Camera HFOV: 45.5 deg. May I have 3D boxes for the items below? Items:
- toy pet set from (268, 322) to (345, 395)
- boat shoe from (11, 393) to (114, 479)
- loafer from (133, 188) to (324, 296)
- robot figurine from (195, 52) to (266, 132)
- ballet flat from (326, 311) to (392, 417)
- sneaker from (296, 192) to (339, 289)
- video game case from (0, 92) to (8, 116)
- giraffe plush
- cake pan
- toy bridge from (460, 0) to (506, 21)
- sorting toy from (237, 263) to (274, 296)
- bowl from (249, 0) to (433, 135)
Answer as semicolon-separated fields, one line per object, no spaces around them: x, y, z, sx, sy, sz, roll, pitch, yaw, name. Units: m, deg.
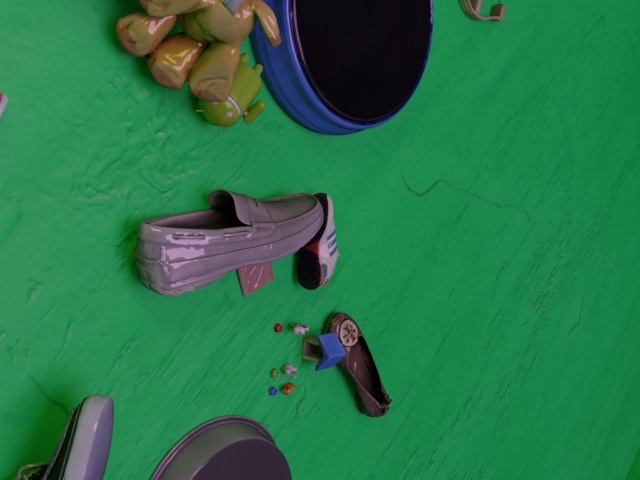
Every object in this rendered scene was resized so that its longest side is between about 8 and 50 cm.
-0.019;0.198;1.269;0.114;0.065;0.122;-3;100;-47;toy pet set
-0.335;0.325;0.922;0.113;0.105;0.306;-74;-178;-82;boat shoe
-0.118;-0.021;1.087;0.320;0.112;0.111;-24;123;-42;loafer
-0.127;-0.208;1.072;0.101;0.067;0.115;39;67;-17;robot figurine
0.076;0.231;1.383;0.084;0.058;0.249;-44;127;-34;ballet flat
0.000;0.000;1.270;0.075;0.057;0.161;-5;100;-64;sneaker
-0.475;-0.121;0.744;0.285;0.025;0.204;32;75;-46;video game case
-0.142;-0.311;0.987;0.181;0.210;0.170;42;33;-30;giraffe plush
-0.150;0.421;1.180;0.293;0.054;0.293;-11;105;-46;cake pan
0.311;-0.480;1.525;0.188;0.026;0.063;19;85;-47;toy bridge
-0.104;0.039;1.186;0.062;0.012;0.083;-29;121;-35;sorting toy
0.051;-0.366;1.229;0.391;0.077;0.390;-11;105;-46;bowl
